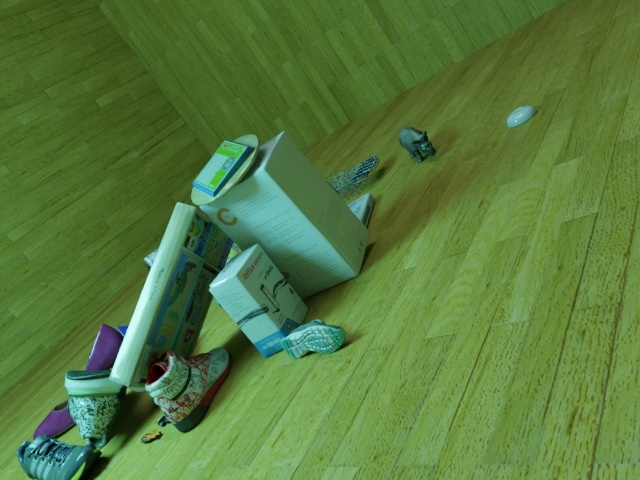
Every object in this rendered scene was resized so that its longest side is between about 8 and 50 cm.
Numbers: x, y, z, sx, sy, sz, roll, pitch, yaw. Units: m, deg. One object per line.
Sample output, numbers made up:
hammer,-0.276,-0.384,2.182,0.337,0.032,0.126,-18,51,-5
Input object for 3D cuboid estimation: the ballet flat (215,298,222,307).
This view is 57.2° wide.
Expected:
ballet flat,-0.220,0.134,1.734,0.206,0.067,0.073,-34,52,21

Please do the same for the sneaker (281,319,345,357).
sneaker,-0.007,0.182,1.162,0.166,0.065,0.076,-17,20,45

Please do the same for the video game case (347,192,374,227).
video game case,0.000,0.000,1.729,0.329,0.036,0.300,-30,16,23

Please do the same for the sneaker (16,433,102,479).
sneaker,-0.628,0.517,1.380,0.300,0.121,0.111,-24,19,36

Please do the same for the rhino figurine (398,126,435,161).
rhino figurine,0.306,-0.304,1.841,0.073,0.106,0.243,-36,15,3

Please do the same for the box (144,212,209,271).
box,-0.562,0.061,2.438,0.307,0.076,0.242,-42,-22,-21

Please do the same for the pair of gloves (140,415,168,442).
pair of gloves,-0.363,0.419,1.313,0.074,0.010,0.083,-24,17,41

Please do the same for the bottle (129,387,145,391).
bottle,-0.433,0.313,1.543,0.118,0.092,0.283,-40,5,7

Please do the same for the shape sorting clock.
shape sorting clock,-0.214,-0.159,1.325,0.206,0.040,0.206,-32,37,28

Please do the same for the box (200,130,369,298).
box,-0.076,-0.047,1.411,0.215,0.345,0.168,-25,28,33

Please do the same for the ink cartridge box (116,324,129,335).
ink cartridge box,-0.523,0.262,1.842,0.208,0.045,0.206,0,0,-26

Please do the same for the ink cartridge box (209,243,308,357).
ink cartridge box,-0.132,0.131,1.306,0.086,0.203,0.148,-28,17,26

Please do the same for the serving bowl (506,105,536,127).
serving bowl,0.542,-0.342,1.595,0.083,0.027,0.083,-34,16,11

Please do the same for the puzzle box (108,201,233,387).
puzzle box,-0.331,0.144,1.373,0.272,0.052,0.409,57,-130,-72

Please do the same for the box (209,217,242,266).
box,-0.320,-0.040,2.273,0.290,0.177,0.279,-16,26,52

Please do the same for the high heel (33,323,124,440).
high heel,-0.741,0.427,1.774,0.377,0.181,0.127,-41,16,-18

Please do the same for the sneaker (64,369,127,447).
sneaker,-0.573,0.428,1.483,0.158,0.182,0.410,3,-17,-13

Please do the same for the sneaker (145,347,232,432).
sneaker,-0.291,0.282,1.307,0.090,0.145,0.270,-29,16,21

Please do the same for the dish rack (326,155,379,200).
dish rack,0.092,-0.197,2.058,0.271,0.074,0.208,-26,19,27
